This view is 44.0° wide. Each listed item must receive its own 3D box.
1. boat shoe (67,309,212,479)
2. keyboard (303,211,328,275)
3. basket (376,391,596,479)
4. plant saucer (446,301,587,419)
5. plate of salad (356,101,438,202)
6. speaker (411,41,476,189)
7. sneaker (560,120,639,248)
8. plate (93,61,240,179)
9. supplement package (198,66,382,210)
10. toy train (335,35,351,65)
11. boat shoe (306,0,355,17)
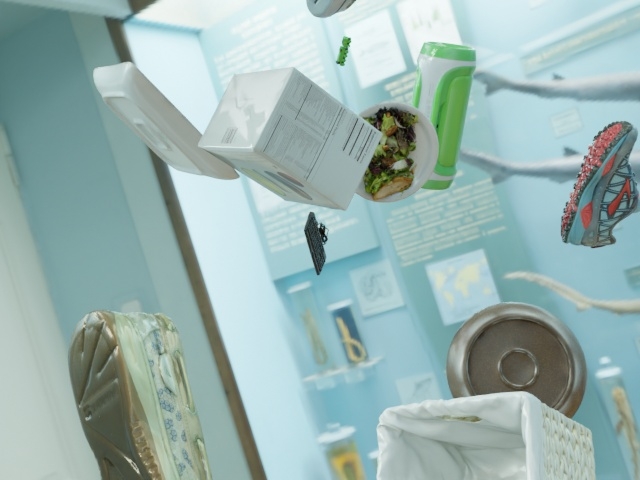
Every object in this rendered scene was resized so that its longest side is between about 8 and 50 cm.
[{"bbox_3d":[-0.121,0.187,0.633,0.105,0.285,0.089,-29,-20,36],"label":"boat shoe"},{"bbox_3d":[0.000,0.000,2.028,0.038,0.100,0.192,4,-37,15],"label":"keyboard"},{"bbox_3d":[0.302,0.471,1.439,0.328,0.331,0.266,-18,-32,39],"label":"basket"},{"bbox_3d":[0.436,0.286,1.758,0.311,0.310,0.050,-18,-15,2],"label":"plant saucer"},{"bbox_3d":[0.134,-0.164,1.513,0.200,0.199,0.048,-18,23,-5],"label":"plate of salad"},{"bbox_3d":[0.247,-0.263,1.676,0.131,0.296,0.131,7,19,-2],"label":"speaker"},{"bbox_3d":[0.540,-0.100,1.465,0.125,0.261,0.104,13,37,1],"label":"sneaker"},{"bbox_3d":[-0.298,-0.208,1.463,0.045,0.277,0.278,-49,27,-13],"label":"plate"},{"bbox_3d":[-0.051,-0.165,1.310,0.203,0.149,0.194,31,-11,-33],"label":"supplement package"},{"bbox_3d":[0.056,-0.457,1.914,0.024,0.017,0.083,7,-43,-12],"label":"toy train"},{"bbox_3d":[0.058,-0.436,1.223,0.076,0.083,0.226,-22,-10,-40],"label":"boat shoe"}]
